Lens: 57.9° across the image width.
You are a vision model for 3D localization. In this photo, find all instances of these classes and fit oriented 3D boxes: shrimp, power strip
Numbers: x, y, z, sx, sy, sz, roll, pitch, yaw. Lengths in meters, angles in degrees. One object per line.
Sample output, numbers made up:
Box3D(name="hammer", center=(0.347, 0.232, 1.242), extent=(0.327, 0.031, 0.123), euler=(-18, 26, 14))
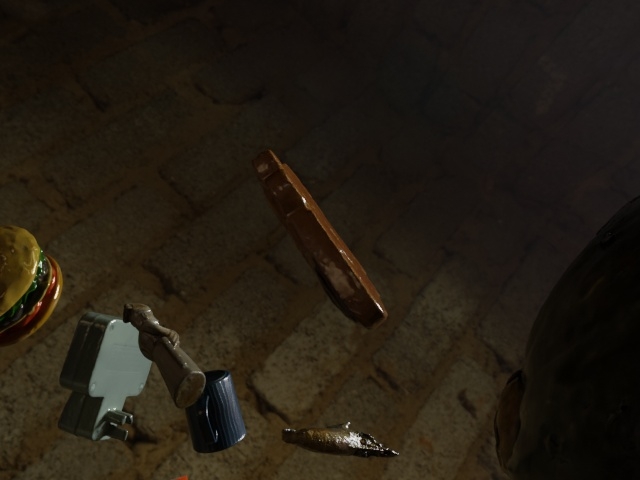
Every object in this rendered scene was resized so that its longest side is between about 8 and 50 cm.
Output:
Box3D(name="shrimp", center=(0.042, 0.416, 1.227), extent=(0.117, 0.262, 0.066), euler=(7, -100, 63))
Box3D(name="power strip", center=(-0.453, 0.304, 1.268), extent=(0.229, 0.141, 0.261), euler=(50, 54, -72))

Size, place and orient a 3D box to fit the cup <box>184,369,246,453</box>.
Box3D(name="cup", center=(-0.218, 0.353, 1.198), extent=(0.113, 0.138, 0.150), euler=(-16, -173, -29))

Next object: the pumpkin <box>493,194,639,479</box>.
Box3D(name="pumpkin", center=(0.290, 0.161, 0.374), extent=(0.454, 0.343, 0.455), euler=(13, 90, -79))

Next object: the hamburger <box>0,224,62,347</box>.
Box3D(name="hamburger", center=(-0.422, 0.059, 0.756), extent=(0.162, 0.162, 0.115), euler=(-46, 147, -16))

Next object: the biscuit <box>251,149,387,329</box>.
Box3D(name="biscuit", center=(0.000, 0.000, 0.531), extent=(0.043, 0.183, 0.280), euler=(-37, -149, 8))

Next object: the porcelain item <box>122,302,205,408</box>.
Box3D(name="porcelain item", center=(-0.259, 0.173, 0.940), extent=(0.054, 0.213, 0.084), euler=(-9, 127, -39))

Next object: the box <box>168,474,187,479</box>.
Box3D(name="box", center=(-0.486, 0.724, 1.299), extent=(0.318, 0.257, 0.349), euler=(-18, 164, 8))
